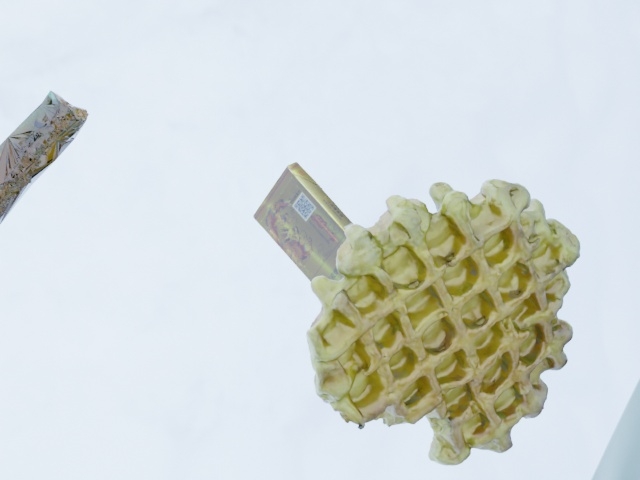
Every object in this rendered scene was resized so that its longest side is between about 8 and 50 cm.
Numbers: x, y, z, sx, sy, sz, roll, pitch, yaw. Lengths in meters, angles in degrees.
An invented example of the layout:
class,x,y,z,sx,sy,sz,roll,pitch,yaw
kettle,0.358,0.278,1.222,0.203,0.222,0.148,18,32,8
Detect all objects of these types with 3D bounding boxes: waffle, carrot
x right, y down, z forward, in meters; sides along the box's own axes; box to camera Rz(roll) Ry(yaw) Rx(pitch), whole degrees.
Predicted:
class,x,y,z,sx,sy,sz,roll,pitch,yaw
waffle,0.090,0.070,1.178,0.253,0.056,0.249,-7,119,-33
carrot,-0.343,-0.068,1.684,0.228,0.069,0.069,-47,137,0

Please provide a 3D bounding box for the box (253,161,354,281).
class,x,y,z,sx,sy,sz,roll,pitch,yaw
box,0.000,0.000,1.668,0.156,0.089,0.022,47,38,16

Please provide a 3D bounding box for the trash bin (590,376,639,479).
class,x,y,z,sx,sy,sz,roll,pitch,yaw
trash bin,0.385,0.272,1.650,0.223,0.158,0.343,-86,-175,-53
